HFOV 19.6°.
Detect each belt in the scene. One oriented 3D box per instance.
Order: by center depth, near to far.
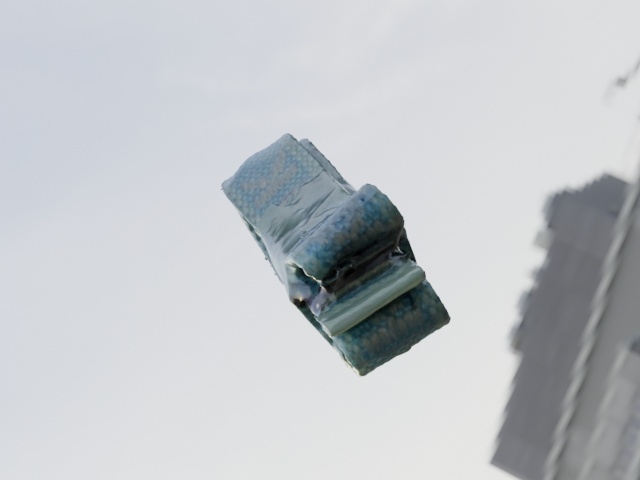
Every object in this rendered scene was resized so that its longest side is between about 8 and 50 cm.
[{"bbox_3d":[0.000,0.000,1.063,0.072,0.302,0.087,-29,-75,-5],"label":"belt"}]
